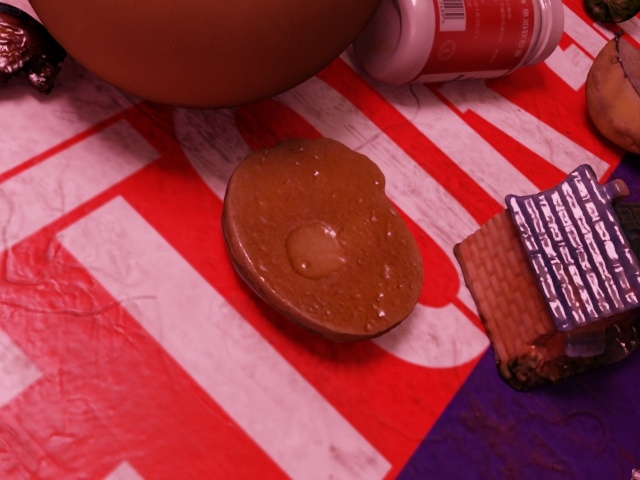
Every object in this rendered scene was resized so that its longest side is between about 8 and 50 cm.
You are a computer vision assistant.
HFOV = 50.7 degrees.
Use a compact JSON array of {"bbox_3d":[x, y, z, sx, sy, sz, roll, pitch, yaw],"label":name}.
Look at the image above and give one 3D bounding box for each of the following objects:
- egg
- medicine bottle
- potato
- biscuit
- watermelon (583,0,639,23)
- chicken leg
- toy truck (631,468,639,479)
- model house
[{"bbox_3d":[-0.083,-0.277,0.591,0.301,0.301,0.374,40,50,3],"label":"egg"},{"bbox_3d":[0.167,-0.257,0.807,0.250,0.131,0.131,-11,65,-31],"label":"medicine bottle"},{"bbox_3d":[0.446,-0.159,0.899,0.243,0.098,0.138,22,56,-19],"label":"potato"},{"bbox_3d":[0.000,0.000,0.612,0.181,0.049,0.208,-12,65,-31],"label":"biscuit"},{"bbox_3d":[0.460,-0.387,1.055,0.109,0.109,0.109,12,55,-18],"label":"watermelon"},{"bbox_3d":[-0.339,-0.151,0.551,0.253,0.051,0.106,-22,76,-31],"label":"chicken leg"},{"bbox_3d":[0.378,0.216,0.514,0.155,0.268,0.124,31,51,-1],"label":"toy truck"},{"bbox_3d":[0.263,0.027,0.642,0.183,0.172,0.166,-2,59,-27],"label":"model house"}]
